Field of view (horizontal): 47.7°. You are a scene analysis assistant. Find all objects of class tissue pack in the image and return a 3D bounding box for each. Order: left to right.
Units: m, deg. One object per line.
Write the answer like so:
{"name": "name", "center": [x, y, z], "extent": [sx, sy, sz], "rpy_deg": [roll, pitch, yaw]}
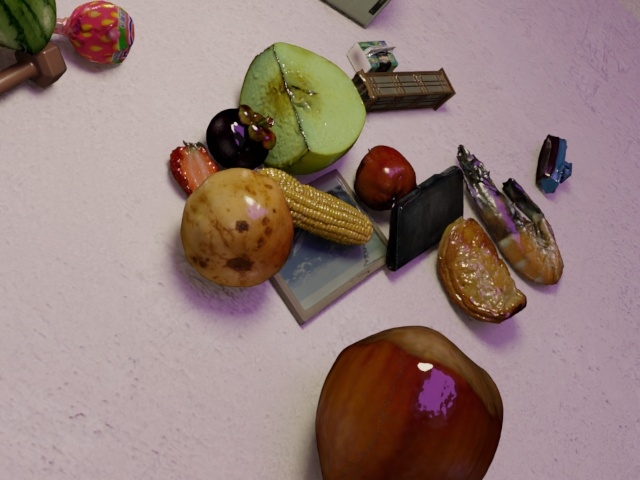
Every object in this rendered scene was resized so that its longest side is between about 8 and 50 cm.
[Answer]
{"name": "tissue pack", "center": [0.142, -0.478, 1.883], "extent": [0.111, 0.079, 0.085], "rpy_deg": [-16, 73, -41]}

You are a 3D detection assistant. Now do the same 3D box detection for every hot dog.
{"name": "hot dog", "center": [0.364, 0.075, 1.697], "extent": [0.175, 0.114, 0.259], "rpy_deg": [-22, 76, -37]}

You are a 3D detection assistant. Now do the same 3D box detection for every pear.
{"name": "pear", "center": [-0.027, -0.274, 1.588], "extent": [0.292, 0.159, 0.292], "rpy_deg": [18, 57, -30]}

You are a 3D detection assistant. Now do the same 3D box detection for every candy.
{"name": "candy", "center": [-0.531, -0.399, 1.345], "extent": [0.365, 0.124, 0.124], "rpy_deg": [-1, 64, -24]}

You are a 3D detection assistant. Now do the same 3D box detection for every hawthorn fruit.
{"name": "hawthorn fruit", "center": [0.140, -0.150, 1.649], "extent": [0.148, 0.148, 0.172], "rpy_deg": [6, 53, -34]}

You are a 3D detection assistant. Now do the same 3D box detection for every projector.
{"name": "projector", "center": [0.125, -0.713, 1.902], "extent": [0.177, 0.242, 0.163], "rpy_deg": [26, 54, -23]}

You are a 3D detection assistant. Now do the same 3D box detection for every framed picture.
{"name": "framed picture", "center": [0.000, 0.000, 1.534], "extent": [0.335, 0.022, 0.247], "rpy_deg": [-31, 84, -44]}

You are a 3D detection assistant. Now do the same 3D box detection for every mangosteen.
{"name": "mangosteen", "center": [-0.154, -0.209, 1.454], "extent": [0.137, 0.151, 0.137], "rpy_deg": [36, 39, -36]}

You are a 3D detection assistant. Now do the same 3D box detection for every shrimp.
{"name": "shrimp", "center": [0.508, -0.083, 1.918], "extent": [0.445, 0.085, 0.272], "rpy_deg": [52, 41, -3]}

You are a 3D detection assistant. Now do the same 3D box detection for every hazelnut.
{"name": "hazelnut", "center": [0.147, 0.323, 1.251], "extent": [0.365, 0.366, 0.366], "rpy_deg": [18, 55, -27]}

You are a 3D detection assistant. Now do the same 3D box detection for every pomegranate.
{"name": "pomegranate", "center": [-0.147, -0.027, 1.319], "extent": [0.215, 0.215, 0.215], "rpy_deg": [18, 55, -27]}

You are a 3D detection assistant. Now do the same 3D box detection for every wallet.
{"name": "wallet", "center": [0.245, -0.058, 1.663], "extent": [0.318, 0.045, 0.172], "rpy_deg": [-31, 127, -46]}

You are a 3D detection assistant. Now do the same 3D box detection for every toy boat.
{"name": "toy boat", "center": [0.694, -0.227, 2.122], "extent": [0.097, 0.100, 0.223], "rpy_deg": [29, 52, -7]}

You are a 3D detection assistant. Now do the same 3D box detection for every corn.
{"name": "corn", "center": [-0.016, -0.060, 1.482], "extent": [0.291, 0.101, 0.101], "rpy_deg": [24, 52, -29]}

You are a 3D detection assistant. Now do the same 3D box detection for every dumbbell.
{"name": "dumbbell", "center": [-0.546, -0.275, 1.251], "extent": [0.082, 0.092, 0.231], "rpy_deg": [52, 45, -12]}

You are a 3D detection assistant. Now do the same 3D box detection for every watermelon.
{"name": "watermelon", "center": [-0.609, -0.452, 1.201], "extent": [0.330, 0.189, 0.331], "rpy_deg": [12, 54, -17]}

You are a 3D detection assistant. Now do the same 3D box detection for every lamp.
{"name": "lamp", "center": [0.206, -0.384, 1.869], "extent": [0.325, 0.089, 0.090], "rpy_deg": [-12, 73, -39]}

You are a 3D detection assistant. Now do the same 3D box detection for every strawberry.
{"name": "strawberry", "center": [-0.243, -0.124, 1.414], "extent": [0.104, 0.048, 0.152], "rpy_deg": [-6, 77, -45]}
